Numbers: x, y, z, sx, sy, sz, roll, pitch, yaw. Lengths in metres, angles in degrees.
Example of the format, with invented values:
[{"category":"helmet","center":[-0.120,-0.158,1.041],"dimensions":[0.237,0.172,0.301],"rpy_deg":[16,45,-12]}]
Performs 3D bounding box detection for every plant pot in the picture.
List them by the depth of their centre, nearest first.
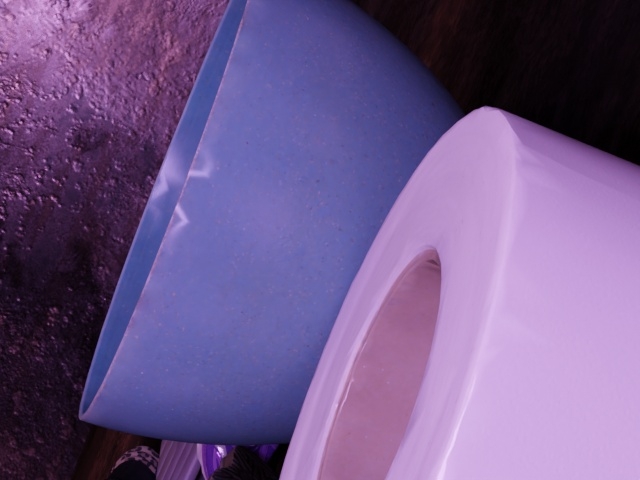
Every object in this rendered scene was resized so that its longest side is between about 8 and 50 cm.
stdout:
[{"category":"plant pot","center":[0.000,0.000,0.998],"dimensions":[0.290,0.195,0.290],"rpy_deg":[-160,90,-82]}]

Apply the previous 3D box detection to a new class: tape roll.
[{"category":"tape roll","center":[0.065,0.089,0.753],"dimensions":[0.286,0.100,0.286],"rpy_deg":[-159,90,-80]}]

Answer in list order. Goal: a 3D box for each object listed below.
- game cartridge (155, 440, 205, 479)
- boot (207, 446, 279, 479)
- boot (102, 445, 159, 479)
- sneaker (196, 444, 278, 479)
[{"category":"game cartridge","center":[-0.071,0.118,1.564],"dimensions":[0.230,0.068,0.355],"rpy_deg":[-80,14,-63]},{"category":"boot","center":[-0.114,0.266,1.302],"dimensions":[0.208,0.076,0.189],"rpy_deg":[-47,-1,6]},{"category":"boot","center":[-0.191,0.330,1.662],"dimensions":[0.178,0.085,0.236],"rpy_deg":[-52,-38,-75]},{"category":"sneaker","center":[-0.049,0.137,1.380],"dimensions":[0.071,0.068,0.170],"rpy_deg":[-117,49,-69]}]
